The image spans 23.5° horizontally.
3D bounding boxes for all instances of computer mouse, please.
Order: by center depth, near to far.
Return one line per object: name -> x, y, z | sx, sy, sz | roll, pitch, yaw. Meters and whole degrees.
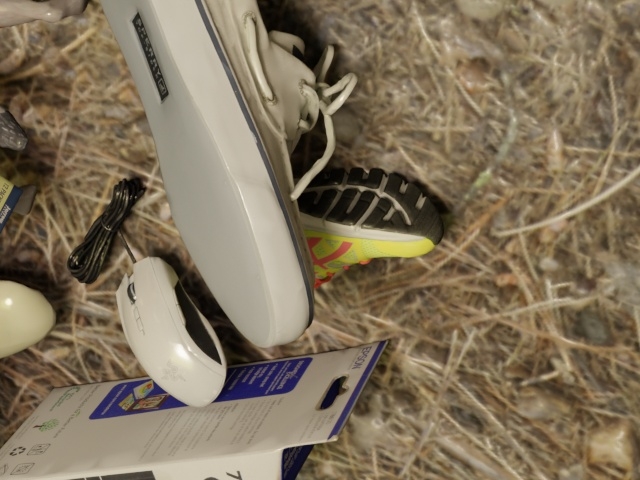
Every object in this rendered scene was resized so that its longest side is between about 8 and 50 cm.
computer mouse -> -0.141, 0.051, 1.257 | 0.106, 0.042, 0.193 | -47, 65, 29

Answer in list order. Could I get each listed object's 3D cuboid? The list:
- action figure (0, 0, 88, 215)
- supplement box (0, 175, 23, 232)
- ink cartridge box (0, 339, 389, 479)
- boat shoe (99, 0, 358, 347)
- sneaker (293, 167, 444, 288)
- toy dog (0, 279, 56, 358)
action figure -> -0.354, -0.192, 1.187 | 0.330, 0.178, 0.341 | 18, 124, -3
supplement box -> -0.291, -0.027, 1.188 | 0.083, 0.056, 0.083 | 35, 146, -21
ink cartridge box -> -0.107, 0.165, 1.268 | 0.333, 0.165, 0.065 | -10, 110, 24
boat shoe -> -0.047, -0.112, 1.131 | 0.136, 0.156, 0.367 | -31, 80, 64
sneaker -> 0.000, 0.000, 1.216 | 0.208, 0.081, 0.094 | 3, 122, 23
toy dog -> -0.461, 0.198, 1.231 | 0.395, 0.408, 0.284 | -19, 135, 43
